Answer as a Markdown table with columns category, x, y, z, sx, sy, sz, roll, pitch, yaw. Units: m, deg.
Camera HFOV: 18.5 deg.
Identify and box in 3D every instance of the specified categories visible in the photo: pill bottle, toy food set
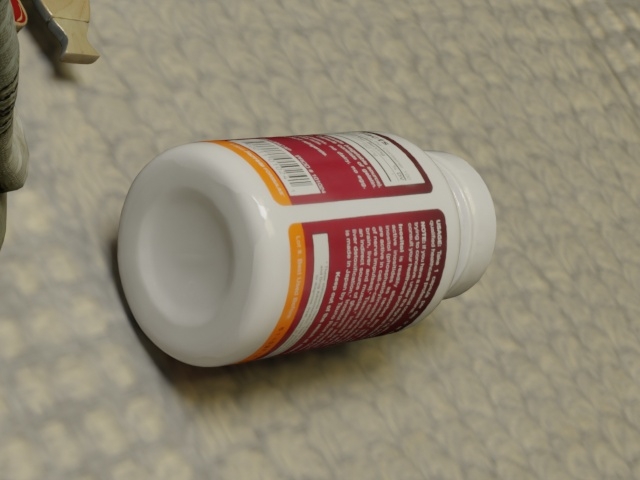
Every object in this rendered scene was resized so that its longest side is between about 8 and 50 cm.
| category | x | y | z | sx | sy | sz | roll | pitch | yaw |
| --- | --- | --- | --- | --- | --- | --- | --- | --- | --- |
| pill bottle | 0.000 | 0.000 | 0.783 | 0.152 | 0.086 | 0.086 | -6 | 64 | -48 |
| toy food set | -0.137 | -0.125 | 0.803 | 0.078 | 0.019 | 0.122 | 11 | 52 | -40 |

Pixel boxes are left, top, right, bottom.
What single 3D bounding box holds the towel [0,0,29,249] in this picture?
| category | x | y | z | sx | sy | sz | roll | pitch | yaw |
| --- | --- | --- | --- | --- | --- | --- | --- | --- | --- |
| towel | -0.140 | -0.179 | 0.604 | 0.056 | 0.324 | 0.312 | -17 | 77 | -14 |
